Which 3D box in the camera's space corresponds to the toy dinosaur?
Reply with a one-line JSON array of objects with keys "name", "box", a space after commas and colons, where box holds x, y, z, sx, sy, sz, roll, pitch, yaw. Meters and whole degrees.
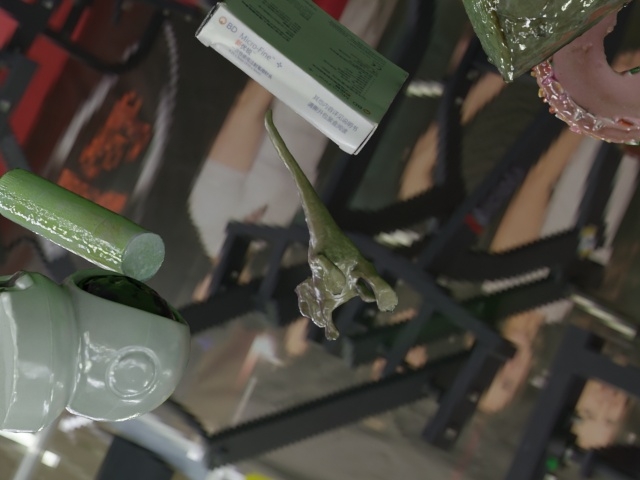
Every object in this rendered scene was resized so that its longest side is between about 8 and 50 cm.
[{"name": "toy dinosaur", "box": [-0.004, 0.003, 1.576, 0.200, 0.072, 0.251, 37, 153, 57]}]

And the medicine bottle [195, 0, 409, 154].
[{"name": "medicine bottle", "box": [-0.012, -0.191, 1.458, 0.201, 0.052, 0.171, 37, -151, -5]}]

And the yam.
[{"name": "yam", "box": [0.209, -0.252, 1.056, 0.161, 0.268, 0.161, 55, -172, -12]}]

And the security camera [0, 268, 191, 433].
[{"name": "security camera", "box": [-0.269, 0.129, 1.682, 0.236, 0.194, 0.194, 1, -173, -24]}]

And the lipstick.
[{"name": "lipstick", "box": [-0.327, -0.023, 1.898, 0.304, 0.076, 0.076, 25, 178, 41]}]

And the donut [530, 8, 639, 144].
[{"name": "donut", "box": [0.238, -0.161, 1.284, 0.117, 0.166, 0.065, -7, 174, -12]}]
